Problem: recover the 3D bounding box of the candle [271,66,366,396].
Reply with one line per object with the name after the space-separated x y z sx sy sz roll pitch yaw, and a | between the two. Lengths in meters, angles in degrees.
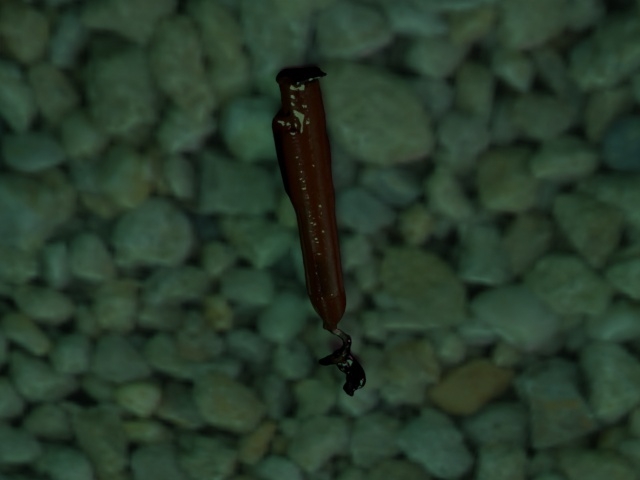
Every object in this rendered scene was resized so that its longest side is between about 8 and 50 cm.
-0.001 0.000 0.712 0.026 0.021 0.167 -15 121 -11 | candle
